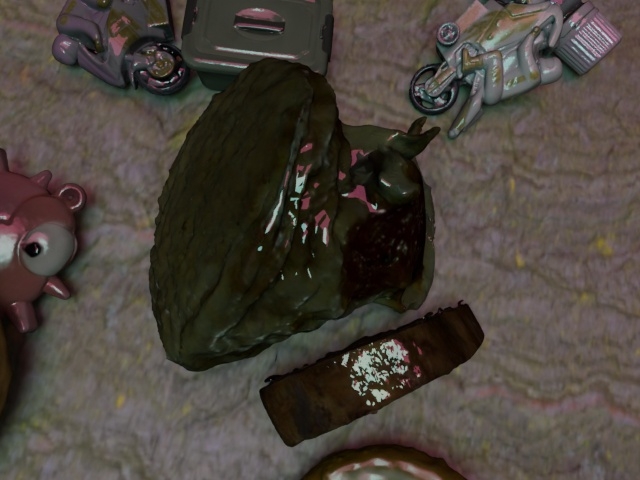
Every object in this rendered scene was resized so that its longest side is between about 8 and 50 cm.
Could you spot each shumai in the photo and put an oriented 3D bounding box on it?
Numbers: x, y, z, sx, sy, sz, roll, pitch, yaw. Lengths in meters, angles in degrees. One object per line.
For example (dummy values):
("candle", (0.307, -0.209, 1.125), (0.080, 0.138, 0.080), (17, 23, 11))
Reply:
("shumai", (0.000, 0.000, 0.592), (0.288, 0.292, 0.330), (24, 83, -37))

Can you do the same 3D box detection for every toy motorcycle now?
("toy motorcycle", (-0.254, -0.266, 0.670), (0.152, 0.073, 0.225), (-18, 81, -6))
("toy motorcycle", (0.221, -0.229, 0.686), (0.151, 0.074, 0.229), (40, 99, 6))

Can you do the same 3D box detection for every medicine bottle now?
("medicine bottle", (0.296, -0.309, 0.724), (0.083, 0.083, 0.203), (-42, 83, -12))

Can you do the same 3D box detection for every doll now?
("doll", (-0.372, 0.012, 0.588), (0.262, 0.093, 0.211), (-23, 90, -11))

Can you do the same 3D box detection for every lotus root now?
("lotus root", (0.066, 0.129, 0.575), (0.260, 0.170, 0.074), (-23, 78, -5))

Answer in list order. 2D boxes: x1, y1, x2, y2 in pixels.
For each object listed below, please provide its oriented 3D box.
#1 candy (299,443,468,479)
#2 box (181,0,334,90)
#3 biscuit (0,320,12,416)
("candy", (0.064, 0.335, 0.550), (0.259, 0.118, 0.260), (1, 75, -5))
("box", (-0.073, -0.237, 0.670), (0.172, 0.093, 0.124), (7, 78, -3))
("biscuit", (-0.475, 0.130, 0.528), (0.351, 0.057, 0.312), (12, 93, 4))
